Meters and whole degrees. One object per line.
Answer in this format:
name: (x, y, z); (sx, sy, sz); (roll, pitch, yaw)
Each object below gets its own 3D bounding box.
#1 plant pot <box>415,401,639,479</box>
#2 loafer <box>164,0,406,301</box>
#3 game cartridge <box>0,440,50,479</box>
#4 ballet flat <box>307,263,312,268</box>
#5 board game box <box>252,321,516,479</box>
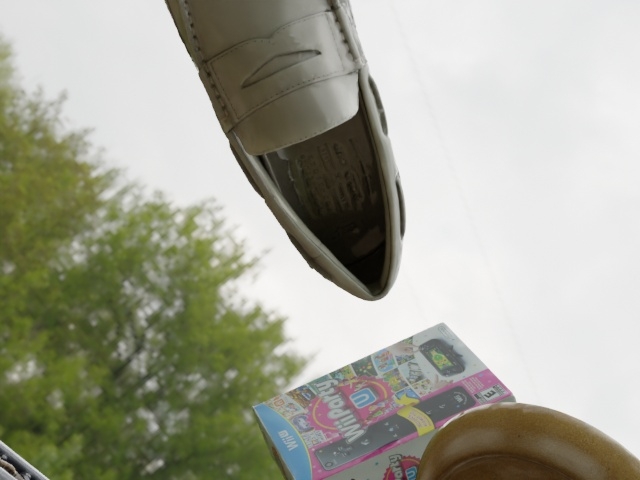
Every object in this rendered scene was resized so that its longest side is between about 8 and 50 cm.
plant pot: (0.164, 0.234, 0.911); (0.236, 0.032, 0.236); (16, -61, 32)
loafer: (-0.016, -0.100, 0.756); (0.319, 0.112, 0.111); (63, 1, -33)
game cartridge: (-0.357, 0.264, 1.130); (0.062, 0.198, 0.297); (55, -5, 33)
ballet flat: (0.000, 0.000, 1.598); (0.041, 0.114, 0.041); (4, -68, 10)
board game box: (0.088, 0.250, 1.641); (0.224, 0.303, 0.097); (-132, -159, -61)
